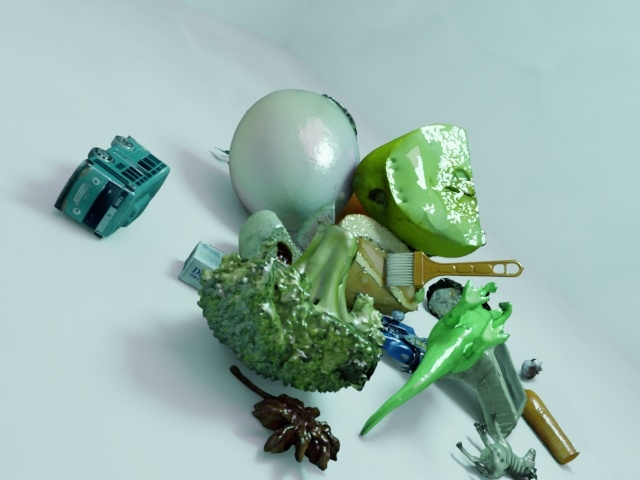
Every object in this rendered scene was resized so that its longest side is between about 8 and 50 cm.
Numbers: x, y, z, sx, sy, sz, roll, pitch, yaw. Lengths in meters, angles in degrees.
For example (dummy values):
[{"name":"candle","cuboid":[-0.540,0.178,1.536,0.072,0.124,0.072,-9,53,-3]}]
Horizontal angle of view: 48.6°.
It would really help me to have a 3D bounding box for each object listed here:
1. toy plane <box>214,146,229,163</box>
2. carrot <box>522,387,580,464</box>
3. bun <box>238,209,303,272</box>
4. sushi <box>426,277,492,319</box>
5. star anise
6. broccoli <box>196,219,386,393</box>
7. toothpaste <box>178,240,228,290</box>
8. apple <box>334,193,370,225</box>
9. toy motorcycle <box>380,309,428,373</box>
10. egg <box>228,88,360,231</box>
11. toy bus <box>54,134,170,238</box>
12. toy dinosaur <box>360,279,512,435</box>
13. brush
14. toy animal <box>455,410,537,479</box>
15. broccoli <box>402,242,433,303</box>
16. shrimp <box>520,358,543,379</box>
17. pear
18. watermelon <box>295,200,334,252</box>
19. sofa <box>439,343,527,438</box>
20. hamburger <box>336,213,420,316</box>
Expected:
[{"name":"toy plane","cuboid":[-0.216,-0.244,2.141,0.096,0.060,0.235,39,15,28]},{"name":"carrot","cuboid":[0.594,0.486,1.884,0.067,0.067,0.225,19,28,-40]},{"name":"bun","cuboid":[-0.107,0.036,1.608,0.212,0.126,0.204,51,-3,19]},{"name":"sushi","cuboid":[0.427,0.189,2.139,0.212,0.147,0.115,29,25,-2]},{"name":"star anise","cuboid":[-0.065,0.299,1.190,0.233,0.073,0.177,27,12,-2]},{"name":"broccoli","cuboid":[-0.038,0.139,1.284,0.339,0.317,0.277,59,-24,-7]},{"name":"toothpaste","cuboid":[-0.138,0.115,1.467,0.312,0.071,0.089,33,23,-13]},{"name":"apple","cuboid":[0.128,-0.102,2.148,0.240,0.242,0.242,15,29,-33]},{"name":"toy motorcycle","cuboid":[0.178,0.243,1.692,0.254,0.092,0.136,25,31,-9]},{"name":"egg","cuboid":[-0.070,-0.168,1.834,0.354,0.354,0.340,29,35,-21]},{"name":"toy bus","cuboid":[-0.409,-0.111,1.426,0.147,0.128,0.256,36,18,-8]},{"name":"toy dinosaur","cuboid":[0.248,0.263,1.574,0.144,0.499,0.374,50,-15,15]},{"name":"brush","cuboid":[0.308,0.067,1.636,0.017,0.314,0.090,66,25,-68]},{"name":"toy animal","cuboid":[0.396,0.480,1.566,0.216,0.073,0.176,-8,63,-58]},{"name":"broccoli","cuboid":[0.221,0.079,1.970,0.269,0.254,0.269,61,13,-24]},{"name":"shrimp","cuboid":[0.652,0.393,2.185,0.056,0.065,0.165,21,11,29]},{"name":"pear","cuboid":[0.226,-0.121,1.796,0.317,0.238,0.343,7,67,-27]},{"name":"watermelon","cuboid":[-0.006,-0.007,1.607,0.094,0.180,0.081,26,33,34]},{"name":"sofa","cuboid":[0.400,0.372,1.793,0.210,0.175,0.226,-19,87,-66]},{"name":"hamburger","cuboid":[0.085,0.066,1.745,0.330,0.208,0.162,37,51,-39]}]
